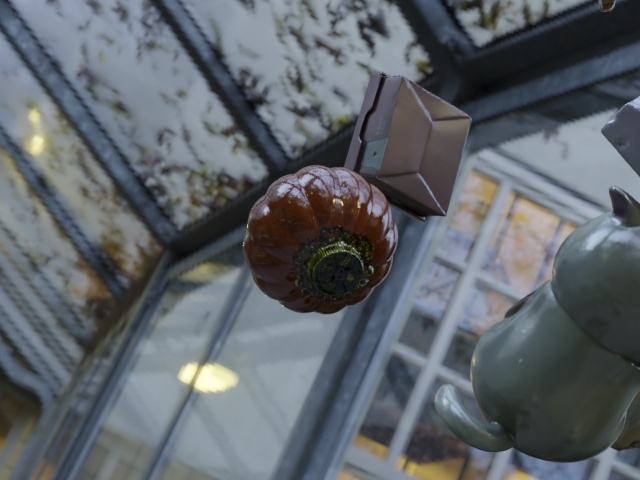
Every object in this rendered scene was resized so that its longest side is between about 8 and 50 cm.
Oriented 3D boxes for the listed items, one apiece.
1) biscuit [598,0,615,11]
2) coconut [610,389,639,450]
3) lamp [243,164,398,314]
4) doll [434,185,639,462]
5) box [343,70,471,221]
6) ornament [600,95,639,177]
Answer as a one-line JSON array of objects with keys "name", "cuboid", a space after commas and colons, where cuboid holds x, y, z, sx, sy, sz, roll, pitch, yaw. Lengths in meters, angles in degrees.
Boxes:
[{"name": "biscuit", "cuboid": [0.360, -0.355, 1.620, 0.027, 0.133, 0.184, 3, 10, 10]}, {"name": "coconut", "cuboid": [0.588, 0.229, 2.454, 0.346, 0.360, 0.346, 15, -19, 5]}, {"name": "lamp", "cuboid": [0.000, 0.000, 1.833, 0.223, 0.223, 0.196, 40, 11, -31]}, {"name": "doll", "cuboid": [0.338, 0.123, 1.624, 0.215, 0.370, 0.226, 47, 20, 21]}, {"name": "box", "cuboid": [0.162, -0.167, 2.344, 0.215, 0.215, 0.086, 26, -15, -40]}, {"name": "ornament", "cuboid": [0.565, -0.142, 1.693, 0.240, 0.240, 0.239, -47, -109, 30]}]
